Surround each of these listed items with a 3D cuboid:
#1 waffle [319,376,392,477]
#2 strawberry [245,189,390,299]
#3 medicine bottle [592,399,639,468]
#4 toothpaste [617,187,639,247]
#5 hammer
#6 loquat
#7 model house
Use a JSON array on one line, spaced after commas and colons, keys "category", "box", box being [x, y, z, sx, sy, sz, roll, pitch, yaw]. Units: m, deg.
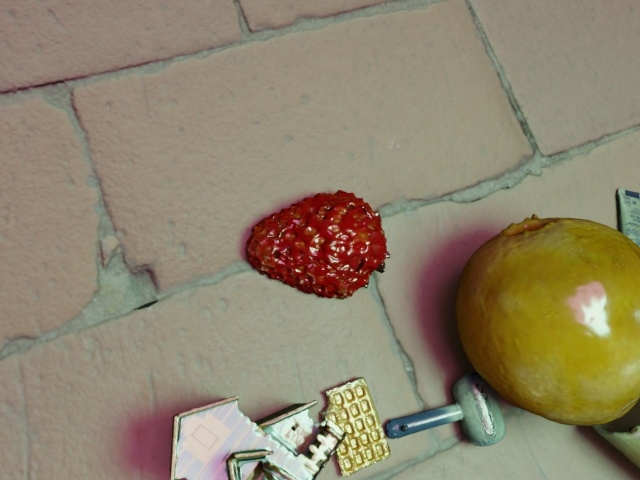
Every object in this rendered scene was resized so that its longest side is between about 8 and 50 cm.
[{"category": "waffle", "box": [0.051, 0.294, 0.967, 0.092, 0.021, 0.135, -18, 79, -18]}, {"category": "strawberry", "box": [0.000, 0.000, 0.994, 0.237, 0.111, 0.190, -3, 77, -14]}, {"category": "medicine bottle", "box": [0.677, 0.353, 0.991, 0.406, 0.236, 0.235, 41, 69, 0]}, {"category": "toothpaste", "box": [0.608, -0.003, 1.186, 0.062, 0.037, 0.216, 15, 67, -9]}, {"category": "hammer", "box": [0.200, 0.289, 0.989, 0.194, 0.069, 0.116, -12, 78, -9]}, {"category": "loquat", "box": [0.372, 0.119, 0.946, 0.329, 0.328, 0.328, 4, 73, -13]}, {"category": "model house", "box": [-0.122, 0.304, 0.845, 0.206, 0.178, 0.271, 39, 72, 1]}]
